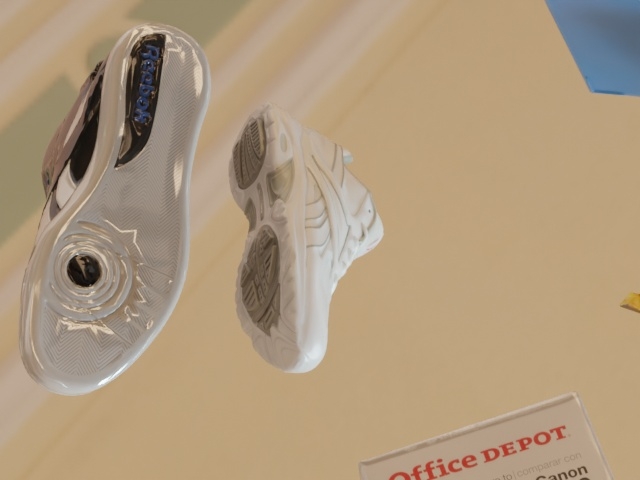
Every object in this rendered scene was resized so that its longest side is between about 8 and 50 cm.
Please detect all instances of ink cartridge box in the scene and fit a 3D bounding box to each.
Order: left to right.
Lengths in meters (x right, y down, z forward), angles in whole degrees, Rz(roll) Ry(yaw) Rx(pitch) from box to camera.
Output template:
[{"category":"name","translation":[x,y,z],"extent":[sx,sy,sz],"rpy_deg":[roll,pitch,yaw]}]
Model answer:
[{"category":"ink cartridge box","translation":[0.131,0.226,1.269],"extent":[0.158,0.092,0.218],"rpy_deg":[-18,-124,-3]}]

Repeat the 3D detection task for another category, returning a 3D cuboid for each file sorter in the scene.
[{"category":"file sorter","translation":[0.232,-0.177,1.347],"extent":[0.118,0.170,0.104],"rpy_deg":[7,-109,24]}]

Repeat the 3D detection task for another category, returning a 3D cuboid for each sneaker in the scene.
[{"category":"sneaker","translation":[-0.121,-0.003,1.088],"extent":[0.079,0.121,0.217],"rpy_deg":[24,-116,-16]},{"category":"sneaker","translation":[0.000,0.000,1.485],"extent":[0.115,0.090,0.232],"rpy_deg":[15,-129,-25]}]

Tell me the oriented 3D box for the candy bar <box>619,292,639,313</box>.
[{"category":"candy bar","translation":[0.183,-0.023,0.855],"extent":[0.040,0.018,0.161],"rpy_deg":[21,-118,29]}]
